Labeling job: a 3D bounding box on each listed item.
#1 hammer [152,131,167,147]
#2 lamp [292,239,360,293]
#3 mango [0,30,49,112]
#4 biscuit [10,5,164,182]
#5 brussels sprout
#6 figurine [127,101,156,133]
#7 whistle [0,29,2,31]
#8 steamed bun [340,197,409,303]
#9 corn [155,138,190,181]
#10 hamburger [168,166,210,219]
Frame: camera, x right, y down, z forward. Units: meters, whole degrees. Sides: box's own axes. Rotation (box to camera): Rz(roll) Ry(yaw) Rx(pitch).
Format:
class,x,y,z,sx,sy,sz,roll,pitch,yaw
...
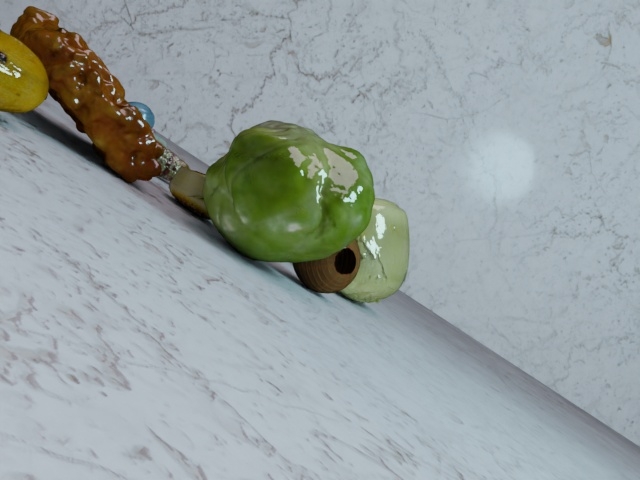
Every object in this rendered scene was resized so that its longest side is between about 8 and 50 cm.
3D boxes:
class,x,y,z,sx,sy,sz,roll,pitch,yaw
hammer,-0.394,-0.205,1.875,0.116,0.069,0.194,32,7,-44
lamp,0.011,0.034,1.523,0.136,0.136,0.136,33,3,-2
mango,-0.497,-0.253,1.092,0.262,0.109,0.157,24,18,-45
biscuit,-0.414,-0.260,1.407,0.318,0.110,0.312,57,-9,-33
brussels sprout,-0.066,-0.091,1.391,0.316,0.274,0.242,37,-37,30
figurine,-0.548,-0.336,2.015,0.260,0.103,0.205,23,1,0
whistle,-0.593,-0.329,1.400,0.244,0.092,0.110,30,-31,49
steamed bun,0.124,0.023,1.812,0.166,0.232,0.273,-11,-16,23
corn,-0.387,-0.202,1.730,0.237,0.079,0.079,32,3,-22
hamburger,-0.225,-0.086,1.534,0.141,0.081,0.126,21,0,0
